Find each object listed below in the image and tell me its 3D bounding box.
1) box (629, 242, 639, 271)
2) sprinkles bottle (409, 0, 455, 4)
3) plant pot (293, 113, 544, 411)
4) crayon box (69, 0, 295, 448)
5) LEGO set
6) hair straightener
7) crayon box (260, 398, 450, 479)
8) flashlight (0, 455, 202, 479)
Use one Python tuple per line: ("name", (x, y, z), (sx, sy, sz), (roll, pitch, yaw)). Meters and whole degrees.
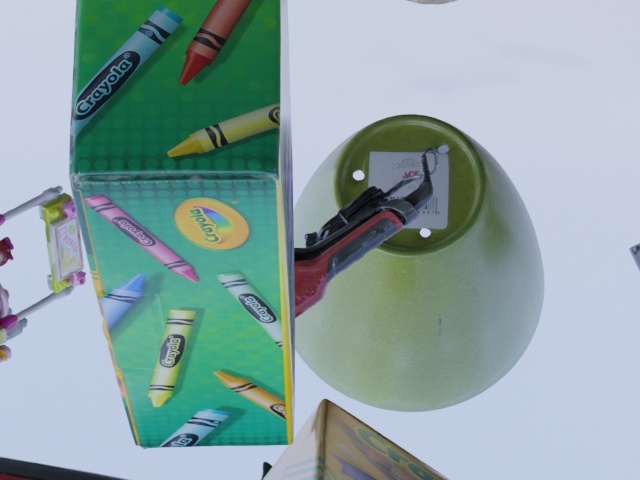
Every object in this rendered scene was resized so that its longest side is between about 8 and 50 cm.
("box", (0.451, 0.036, 1.946), (0.231, 0.183, 0.056), (-27, 176, -21))
("sprinkles bottle", (0.069, -0.233, 1.235), (0.121, 0.121, 0.355), (12, 180, 5))
("plant pot", (0.087, -0.003, 1.840), (0.275, 0.275, 0.293), (12, 163, 6))
("crayon box", (-0.053, -0.033, 0.850), (0.081, 0.278, 0.165), (-1, -117, 0))
("LEGO set", (-0.241, 0.036, 1.357), (0.132, 0.287, 0.107), (43, -130, 20))
("hair straightener", (0.000, 0.000, 1.518), (0.047, 0.230, 0.089), (46, -171, -23))
("crayon box", (0.060, 0.212, 1.200), (0.203, 0.083, 0.323), (34, -170, -6))
("flashlight", (-0.139, 0.156, 0.985), (0.304, 0.103, 0.103), (8, 158, 8))
